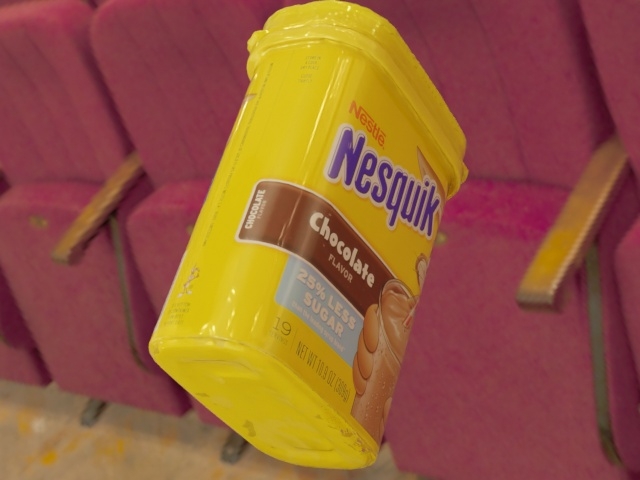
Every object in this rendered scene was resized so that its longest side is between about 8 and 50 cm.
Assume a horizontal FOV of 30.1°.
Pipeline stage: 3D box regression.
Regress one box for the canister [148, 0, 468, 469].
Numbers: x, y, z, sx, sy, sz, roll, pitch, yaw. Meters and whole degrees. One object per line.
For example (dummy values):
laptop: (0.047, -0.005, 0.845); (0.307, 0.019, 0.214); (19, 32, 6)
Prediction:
canister: (0.000, 0.000, 0.526); (0.073, 0.126, 0.170); (-3, 55, 33)
